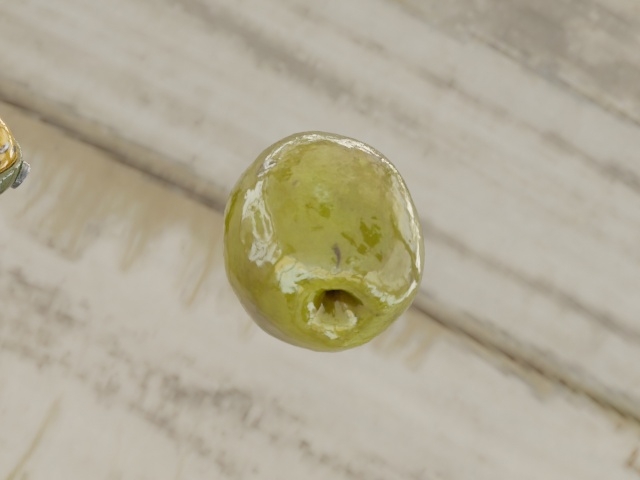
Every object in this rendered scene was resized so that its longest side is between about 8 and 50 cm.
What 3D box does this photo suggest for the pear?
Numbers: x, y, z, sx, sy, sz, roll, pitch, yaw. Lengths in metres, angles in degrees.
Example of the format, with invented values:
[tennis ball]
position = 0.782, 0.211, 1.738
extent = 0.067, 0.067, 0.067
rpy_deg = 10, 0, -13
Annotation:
[pear]
position = 0.000, 0.000, 1.255
extent = 0.148, 0.149, 0.162
rpy_deg = 7, -143, -21

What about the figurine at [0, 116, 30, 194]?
[figurine]
position = -0.366, -0.079, 1.630
extent = 0.141, 0.250, 0.166
rpy_deg = 57, -149, -11
